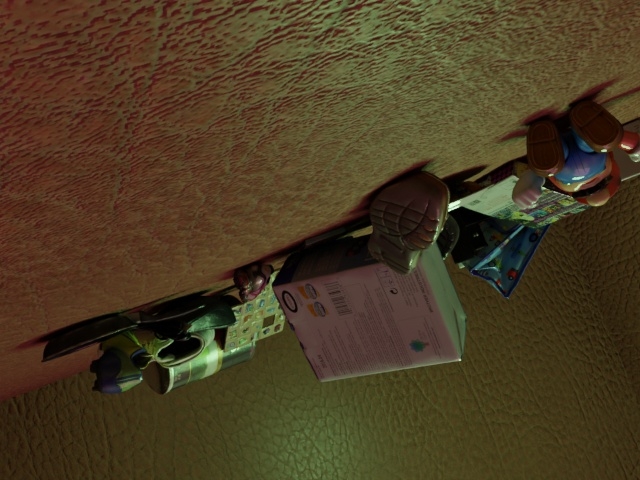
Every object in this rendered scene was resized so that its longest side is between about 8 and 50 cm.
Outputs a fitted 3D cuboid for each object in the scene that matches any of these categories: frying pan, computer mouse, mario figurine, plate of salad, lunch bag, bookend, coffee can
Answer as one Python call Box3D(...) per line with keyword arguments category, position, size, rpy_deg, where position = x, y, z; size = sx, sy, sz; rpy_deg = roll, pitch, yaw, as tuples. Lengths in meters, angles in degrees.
Box3D(category="frying pan", position=(-0.410, 0.174, 1.399), size=(0.326, 0.053, 0.197), rpy_deg=(-22, 176, 1))
Box3D(category="computer mouse", position=(-0.301, 0.171, 1.611), size=(0.188, 0.072, 0.272), rpy_deg=(4, -176, 32))
Box3D(category="mario figurine", position=(0.428, -0.112, 1.105), size=(0.198, 0.170, 0.320), rpy_deg=(15, -177, 26))
Box3D(category="plate of salad", position=(0.243, -0.083, 1.358), size=(0.200, 0.048, 0.200), rpy_deg=(-23, -178, 1))
Box3D(category="lunch bag", position=(0.501, -0.029, 1.817), size=(0.293, 0.138, 0.221), rpy_deg=(-53, -168, 10))
Box3D(category="bookend", position=(0.384, -0.038, 1.754), size=(0.156, 0.157, 0.072), rpy_deg=(-15, 172, -41))
Box3D(category="coffee can", position=(-0.346, 0.284, 1.912), size=(0.275, 0.201, 0.201), rpy_deg=(-17, 173, -38))

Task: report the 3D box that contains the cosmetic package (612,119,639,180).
Box3D(category="cosmetic package", position=(0.630, -0.174, 1.568), size=(0.231, 0.117, 0.085), rpy_deg=(-24, 175, 21))

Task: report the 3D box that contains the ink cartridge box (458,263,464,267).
Box3D(category="ink cartridge box", position=(0.434, -0.010, 2.113), size=(0.072, 0.175, 0.127), rpy_deg=(-23, 174, 19))

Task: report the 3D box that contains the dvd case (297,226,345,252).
Box3D(category="dvd case", position=(0.000, 0.000, 1.444), size=(0.087, 0.013, 0.119), rpy_deg=(-20, 173, -11))

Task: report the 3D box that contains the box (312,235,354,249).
Box3D(category="box", position=(0.008, 0.053, 1.679), size=(0.126, 0.072, 0.137), rpy_deg=(-18, 173, -37))

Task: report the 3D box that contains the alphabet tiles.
Box3D(category="alphabet tiles", position=(-0.163, 0.182, 1.848), size=(0.198, 0.009, 0.237), rpy_deg=(-16, 133, -38))

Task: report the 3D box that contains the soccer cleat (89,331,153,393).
Box3D(category="soccer cleat", position=(-0.425, 0.256, 1.518), size=(0.121, 0.093, 0.289), rpy_deg=(-4, -167, -8))

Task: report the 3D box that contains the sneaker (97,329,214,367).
Box3D(category="sneaker", position=(-0.410, 0.253, 1.665), size=(0.293, 0.108, 0.169), rpy_deg=(-12, -176, -2))

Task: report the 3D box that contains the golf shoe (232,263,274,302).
Box3D(category="golf shoe", position=(-0.144, 0.092, 1.517), size=(0.086, 0.067, 0.186), rpy_deg=(-21, 174, -14))

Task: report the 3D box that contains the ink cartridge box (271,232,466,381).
Box3D(category="ink cartridge box", position=(0.079, 0.141, 1.478), size=(0.395, 0.270, 0.151), rpy_deg=(-15, -157, 23))

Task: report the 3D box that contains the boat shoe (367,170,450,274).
Box3D(category="boat shoe", position=(0.156, -0.047, 1.165), size=(0.116, 0.123, 0.324), rpy_deg=(-50, 174, -17))

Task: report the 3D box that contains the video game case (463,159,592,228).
Box3D(category="video game case", position=(0.450, -0.094, 1.516), size=(0.210, 0.041, 0.232), rpy_deg=(16, 164, -13))

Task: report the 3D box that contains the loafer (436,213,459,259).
Box3D(category="loafer", position=(0.158, 0.034, 1.567), size=(0.366, 0.134, 0.130), rpy_deg=(-35, -173, 31))
